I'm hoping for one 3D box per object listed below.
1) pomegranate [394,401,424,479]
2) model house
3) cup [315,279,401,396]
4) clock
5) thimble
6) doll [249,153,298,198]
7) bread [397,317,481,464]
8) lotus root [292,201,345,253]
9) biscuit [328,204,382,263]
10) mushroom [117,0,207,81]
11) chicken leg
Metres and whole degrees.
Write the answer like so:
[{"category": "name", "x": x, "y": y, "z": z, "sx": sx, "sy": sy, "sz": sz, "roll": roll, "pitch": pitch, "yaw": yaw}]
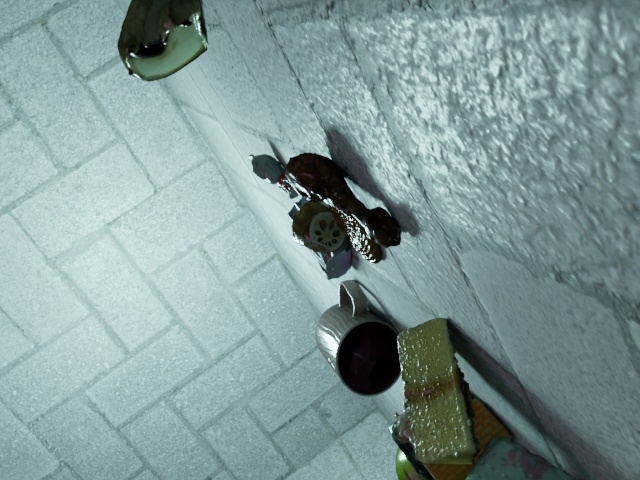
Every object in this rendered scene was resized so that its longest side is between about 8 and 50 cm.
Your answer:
[{"category": "pomegranate", "x": 0.318, "y": 0.598, "z": 1.785, "sx": 0.341, "sy": 0.260, "sz": 0.260, "roll": 51, "pitch": 171, "yaw": 47}, {"category": "model house", "x": 0.316, "y": 0.486, "z": 1.434, "sx": 0.237, "sy": 0.202, "sz": 0.237, "roll": 58, "pitch": 172, "yaw": -19}, {"category": "cup", "x": 0.094, "y": 0.285, "z": 1.892, "sx": 0.288, "sy": 0.208, "sz": 0.273, "roll": 56, "pitch": 173, "yaw": -16}, {"category": "clock", "x": 0.000, "y": 0.000, "z": 1.734, "sx": 0.186, "sy": 0.083, "sz": 0.253, "roll": 53, "pitch": 172, "yaw": 17}, {"category": "thimble", "x": 0.357, "y": 0.450, "z": 1.112, "sx": 0.185, "sy": 0.149, "sz": 0.211, "roll": 38, "pitch": 168, "yaw": -13}, {"category": "doll", "x": -0.130, "y": -0.185, "z": 1.797, "sx": 0.180, "sy": 0.079, "sz": 0.094, "roll": 41, "pitch": 154, "yaw": 9}, {"category": "bread", "x": 0.233, "y": 0.298, "z": 1.246, "sx": 0.178, "sy": 0.141, "sz": 0.266, "roll": 48, "pitch": -147, "yaw": -55}, {"category": "lotus root", "x": -0.001, "y": -0.030, "z": 1.540, "sx": 0.122, "sy": 0.112, "sz": 0.081, "roll": 24, "pitch": 176, "yaw": -28}, {"category": "biscuit", "x": 0.073, "y": -0.025, "z": 1.419, "sx": 0.188, "sy": 0.027, "sz": 0.188, "roll": 53, "pitch": 172, "yaw": 11}, {"category": "mushroom", "x": -0.400, "y": -0.513, "z": 1.522, "sx": 0.212, "sy": 0.217, "sz": 0.292, "roll": 60, "pitch": 171, "yaw": -11}, {"category": "chicken leg", "x": 0.045, "y": -0.079, "z": 1.210, "sx": 0.304, "sy": 0.093, "sz": 0.113, "roll": 39, "pitch": -179, "yaw": 36}]
